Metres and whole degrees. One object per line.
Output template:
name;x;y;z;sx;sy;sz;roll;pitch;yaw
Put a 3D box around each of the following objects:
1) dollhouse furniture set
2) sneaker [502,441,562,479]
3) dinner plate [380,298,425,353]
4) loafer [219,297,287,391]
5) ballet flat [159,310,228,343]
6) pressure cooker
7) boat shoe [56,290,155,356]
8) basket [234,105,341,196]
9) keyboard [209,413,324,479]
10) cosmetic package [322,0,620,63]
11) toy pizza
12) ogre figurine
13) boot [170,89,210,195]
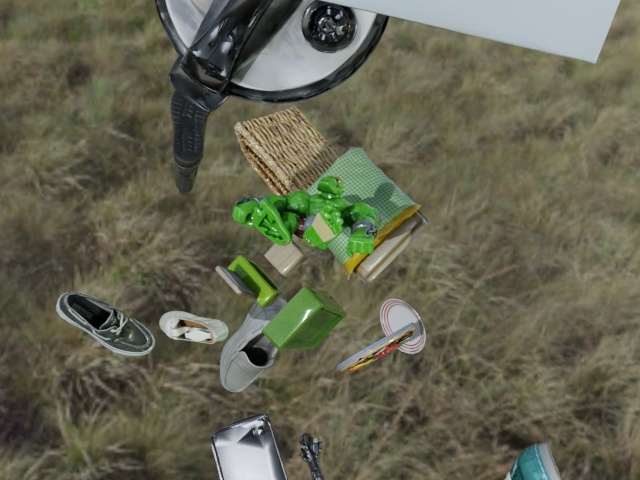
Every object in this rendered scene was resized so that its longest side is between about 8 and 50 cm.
dollhouse furniture set;0.000;0.000;1.338;0.197;0.301;0.151;46;7;20
sneaker;0.283;0.387;1.205;0.121;0.302;0.108;-14;49;1
dinner plate;0.197;0.200;2.004;0.141;0.141;0.017;27;39;37
loafer;-0.164;0.267;2.037;0.112;0.319;0.111;11;39;-20
ballet flat;-0.253;0.167;1.617;0.168;0.057;0.052;0;16;31
pressure cooker;-0.062;-0.402;1.316;0.376;0.369;0.420;-4;15;3
boat shoe;-0.430;0.171;1.725;0.219;0.077;0.070;30;-26;-22
basket;-0.095;-0.178;2.278;0.223;0.213;0.299;-25;65;-40
keyboard;-0.067;0.468;1.531;0.201;0.317;0.033;-18;-9;6
cosmetic package;0.119;-0.309;0.884;0.284;0.097;0.377;10;28;-5
toy pizza;0.125;0.239;1.844;0.201;0.201;0.032;-20;76;-48
ogre figurine;-0.006;-0.030;1.115;0.197;0.097;0.118;-8;12;29
boot;-0.249;-0.197;1.590;0.077;0.137;0.198;11;62;-7
